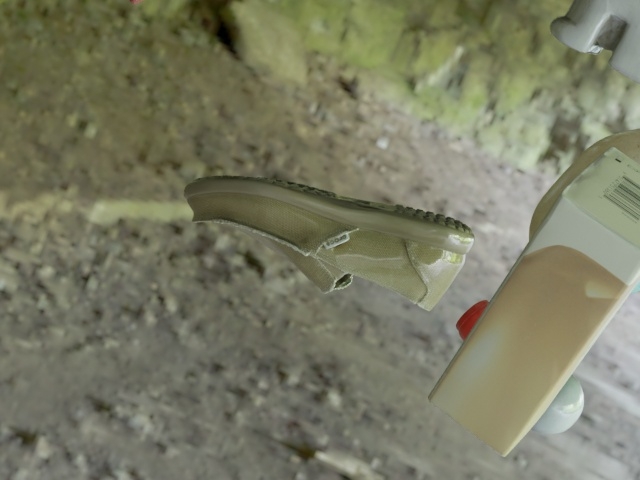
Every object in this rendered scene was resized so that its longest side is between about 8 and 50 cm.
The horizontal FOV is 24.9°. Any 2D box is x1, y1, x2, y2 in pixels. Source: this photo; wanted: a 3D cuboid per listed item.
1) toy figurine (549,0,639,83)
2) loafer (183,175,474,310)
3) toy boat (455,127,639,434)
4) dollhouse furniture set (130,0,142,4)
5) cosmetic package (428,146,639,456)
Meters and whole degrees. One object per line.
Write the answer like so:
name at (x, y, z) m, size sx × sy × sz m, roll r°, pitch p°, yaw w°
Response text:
toy figurine at (0.160, -0.134, 0.571) m, size 0.209 × 0.148 × 0.213 m, roll 19°, pitch 16°, yaw -28°
loafer at (0.000, 0.000, 0.717) m, size 0.148 × 0.050 × 0.056 m, roll 12°, pitch 4°, yaw 13°
toy boat at (0.268, 0.035, 1.367) m, size 0.148 × 0.318 × 0.267 m, roll 49°, pitch 27°, yaw 21°
dollhouse furniture set at (-0.036, -0.377, 1.232) m, size 0.201 × 0.374 × 0.152 m, roll 72°, pitch -6°, yaw -71°
cosmetic package at (0.094, 0.025, 0.574) m, size 0.041 × 0.115 × 0.060 m, roll 37°, pitch 38°, yaw 13°
